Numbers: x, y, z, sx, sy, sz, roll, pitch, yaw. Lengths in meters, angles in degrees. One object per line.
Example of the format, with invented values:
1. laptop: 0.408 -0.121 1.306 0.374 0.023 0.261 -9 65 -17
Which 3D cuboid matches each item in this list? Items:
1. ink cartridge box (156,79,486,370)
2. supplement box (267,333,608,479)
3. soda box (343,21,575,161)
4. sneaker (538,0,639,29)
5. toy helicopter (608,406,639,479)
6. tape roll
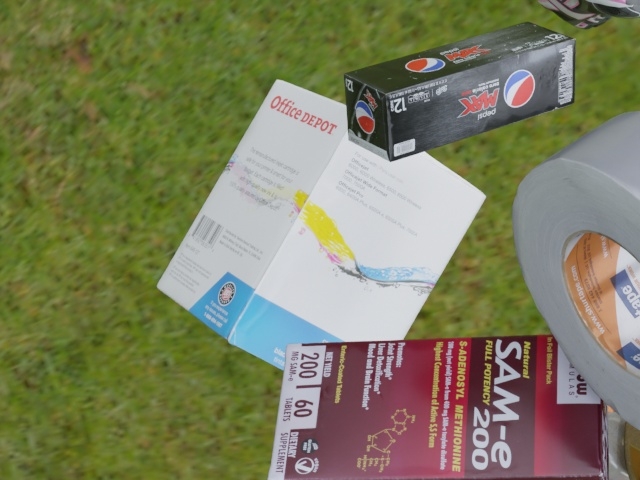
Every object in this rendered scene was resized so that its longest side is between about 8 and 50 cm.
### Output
1. ink cartridge box: 0.000 0.000 1.624 0.168 0.171 0.233 30 91 -31
2. supplement box: 0.090 0.141 1.298 0.239 0.073 0.130 -3 48 11
3. soda box: 0.102 -0.109 1.276 0.169 0.060 0.053 -18 118 -27
4. sneaker: 0.218 -0.202 1.396 0.072 0.178 0.077 -37 120 -5
5. toy helicopter: 0.255 0.190 1.341 0.140 0.235 0.355 35 67 -23
6. tape roll: 0.222 0.028 1.160 0.072 0.219 0.219 -30 93 -22
